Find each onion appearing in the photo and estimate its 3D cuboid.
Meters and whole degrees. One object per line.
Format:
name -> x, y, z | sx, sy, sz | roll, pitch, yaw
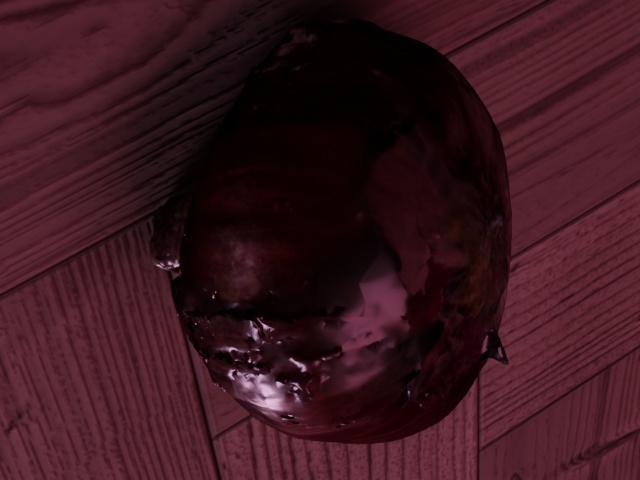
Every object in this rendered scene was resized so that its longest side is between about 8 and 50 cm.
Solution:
onion -> 0.000, 0.000, 0.849 | 0.252, 0.219, 0.252 | 2, 90, -71
